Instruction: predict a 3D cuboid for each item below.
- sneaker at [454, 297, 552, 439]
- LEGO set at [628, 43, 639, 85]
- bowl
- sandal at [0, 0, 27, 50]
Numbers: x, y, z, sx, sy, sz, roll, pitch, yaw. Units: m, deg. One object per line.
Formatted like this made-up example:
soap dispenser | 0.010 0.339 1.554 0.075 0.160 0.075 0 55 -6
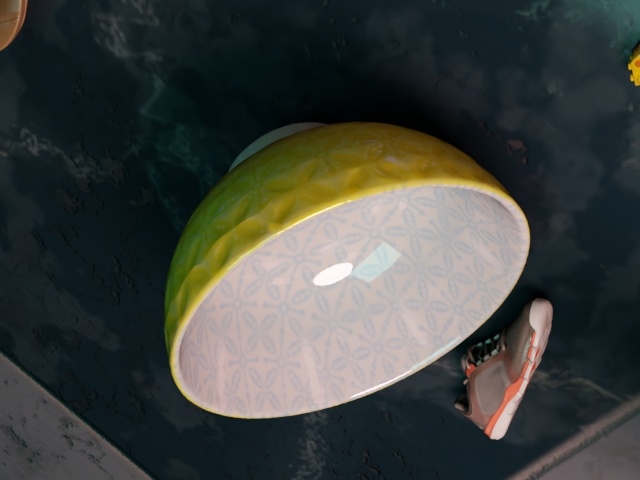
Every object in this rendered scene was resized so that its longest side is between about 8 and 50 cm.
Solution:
sneaker | 0.154 0.110 0.799 0.065 0.061 0.157 26 126 17
LEGO set | 0.246 -0.132 0.598 0.093 0.087 0.227 -4 123 30
bowl | 0.000 0.000 0.721 0.289 0.290 0.156 -55 47 37
sandal | -0.277 -0.248 0.793 0.072 0.049 0.180 21 111 6
